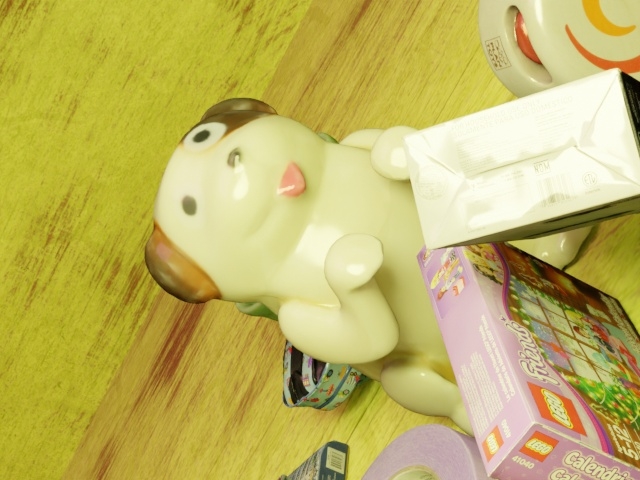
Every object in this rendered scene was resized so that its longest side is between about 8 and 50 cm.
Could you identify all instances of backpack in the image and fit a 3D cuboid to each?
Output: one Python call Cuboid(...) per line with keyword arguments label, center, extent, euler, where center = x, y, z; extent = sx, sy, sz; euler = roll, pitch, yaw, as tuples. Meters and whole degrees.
Cuboid(label="backpack", center=(0.020, 0.151, 1.373), extent=(0.158, 0.117, 0.173), euler=(-44, 26, 47))

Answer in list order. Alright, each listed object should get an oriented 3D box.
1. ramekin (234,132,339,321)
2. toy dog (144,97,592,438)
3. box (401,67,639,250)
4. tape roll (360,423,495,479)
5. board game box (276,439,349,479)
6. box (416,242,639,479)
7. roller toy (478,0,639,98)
Cuboid(label="ramekin", center=(0.000, 0.000, 1.578), extent=(0.303, 0.148, 0.303), euler=(-53, 21, 32))
Cuboid(label="toy dog", center=(0.023, -0.002, 1.097), extent=(0.284, 0.408, 0.395), euler=(-67, 18, -8))
Cuboid(label="box", center=(0.200, -0.057, 0.827), extent=(0.169, 0.290, 0.087), euler=(-16, 84, 28))
Cuboid(label="tape roll", center=(0.102, 0.318, 0.970), extent=(0.275, 0.090, 0.275), euler=(-53, 21, 30))
Cuboid(label="board game box", center=(-0.042, 0.381, 1.334), extent=(0.194, 0.060, 0.194), euler=(-48, 24, 40))
Cuboid(label="box", center=(0.195, 0.105, 0.812), extent=(0.057, 0.201, 0.293), euler=(-57, 20, 23))
Cuboid(label="roller toy", center=(0.268, -0.236, 1.067), extent=(0.146, 0.209, 0.191), euler=(3, 75, 72))
